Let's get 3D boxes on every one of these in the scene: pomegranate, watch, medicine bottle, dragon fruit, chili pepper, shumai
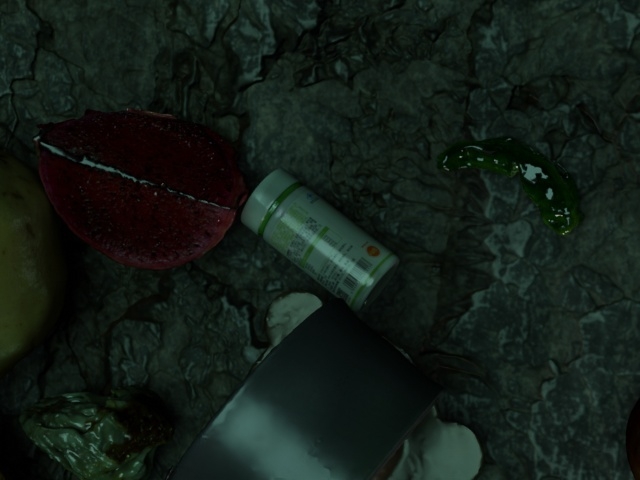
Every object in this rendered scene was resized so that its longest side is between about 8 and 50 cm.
[{"bbox_3d":[-0.471,0.030,1.214,0.332,0.332,0.333,0,89,15],"label":"pomegranate"},{"bbox_3d":[-0.023,0.238,1.082,0.314,0.327,0.335,41,100,12],"label":"watch"},{"bbox_3d":[0.000,0.000,1.203,0.183,0.086,0.086,38,99,12],"label":"medicine bottle"},{"bbox_3d":[-0.219,-0.064,1.225,0.261,0.163,0.189,21,98,2],"label":"dragon fruit"},{"bbox_3d":[0.226,-0.075,1.164,0.182,0.050,0.073,31,104,15],"label":"chili pepper"},{"bbox_3d":[-0.271,0.226,1.253,0.184,0.184,0.142,39,75,12],"label":"shumai"}]

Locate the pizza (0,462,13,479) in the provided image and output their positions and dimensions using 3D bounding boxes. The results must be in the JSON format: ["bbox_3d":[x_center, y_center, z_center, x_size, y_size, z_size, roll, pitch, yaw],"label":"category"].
[{"bbox_3d":[-0.501,0.297,1.276,0.409,0.114,0.278,41,134,-1],"label":"pizza"}]

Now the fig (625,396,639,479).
[{"bbox_3d":[0.412,0.233,1.049,0.205,0.205,0.205,0,89,15],"label":"fig"}]
